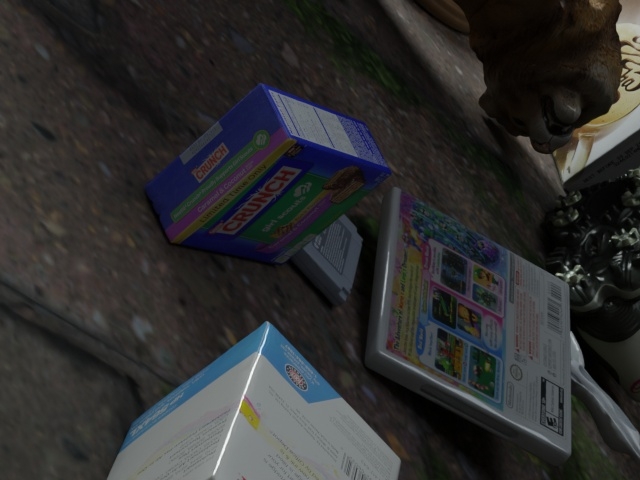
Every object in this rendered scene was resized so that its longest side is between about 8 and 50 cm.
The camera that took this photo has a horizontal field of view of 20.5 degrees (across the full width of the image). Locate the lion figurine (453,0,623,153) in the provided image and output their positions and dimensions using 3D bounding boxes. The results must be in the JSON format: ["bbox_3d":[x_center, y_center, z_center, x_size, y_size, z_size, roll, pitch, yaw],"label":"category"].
[{"bbox_3d":[0.106,-0.244,1.431,0.392,0.240,0.142,38,57,-7],"label":"lion figurine"}]

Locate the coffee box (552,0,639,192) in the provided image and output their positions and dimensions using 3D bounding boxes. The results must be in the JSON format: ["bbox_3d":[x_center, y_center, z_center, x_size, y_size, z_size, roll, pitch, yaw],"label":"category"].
[{"bbox_3d":[0.291,-0.168,1.677,0.119,0.168,0.297,36,29,-36],"label":"coffee box"}]

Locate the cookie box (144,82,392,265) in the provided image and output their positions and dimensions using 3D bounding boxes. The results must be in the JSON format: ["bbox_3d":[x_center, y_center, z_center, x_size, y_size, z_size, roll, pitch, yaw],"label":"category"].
[{"bbox_3d":[-0.027,-0.033,0.960,0.107,0.092,0.040,14,42,-56],"label":"cookie box"}]

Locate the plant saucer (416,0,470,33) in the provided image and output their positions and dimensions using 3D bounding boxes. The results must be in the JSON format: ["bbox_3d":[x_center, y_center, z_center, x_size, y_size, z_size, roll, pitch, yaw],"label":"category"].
[{"bbox_3d":[0.076,-0.313,1.633,0.278,0.041,0.278,43,24,-25],"label":"plant saucer"}]

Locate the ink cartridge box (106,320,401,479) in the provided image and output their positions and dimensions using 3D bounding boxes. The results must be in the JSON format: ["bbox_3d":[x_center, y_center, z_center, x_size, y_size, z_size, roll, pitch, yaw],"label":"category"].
[{"bbox_3d":[-0.036,0.120,0.726,0.092,0.090,0.143,48,24,-13],"label":"ink cartridge box"}]

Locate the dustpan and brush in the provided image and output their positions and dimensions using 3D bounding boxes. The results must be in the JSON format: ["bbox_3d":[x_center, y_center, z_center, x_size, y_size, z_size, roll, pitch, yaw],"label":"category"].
[{"bbox_3d":[0.147,0.074,1.186,0.147,0.060,0.211,7,51,-60],"label":"dustpan and brush"}]

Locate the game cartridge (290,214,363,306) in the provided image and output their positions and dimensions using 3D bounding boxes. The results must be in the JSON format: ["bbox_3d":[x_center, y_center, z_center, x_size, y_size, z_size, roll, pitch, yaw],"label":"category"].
[{"bbox_3d":[0.000,0.000,1.066,0.056,0.017,0.083,51,22,-16],"label":"game cartridge"}]

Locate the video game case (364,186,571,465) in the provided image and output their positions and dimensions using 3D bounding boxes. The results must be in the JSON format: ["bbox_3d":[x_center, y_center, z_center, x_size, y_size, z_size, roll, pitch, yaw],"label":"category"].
[{"bbox_3d":[0.095,0.051,1.104,0.143,0.019,0.157,28,38,-16],"label":"video game case"}]

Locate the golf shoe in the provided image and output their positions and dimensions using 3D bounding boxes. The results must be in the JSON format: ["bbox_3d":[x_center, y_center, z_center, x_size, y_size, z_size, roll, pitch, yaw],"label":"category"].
[{"bbox_3d":[0.243,0.026,1.427,0.120,0.105,0.273,66,23,-18],"label":"golf shoe"}]
